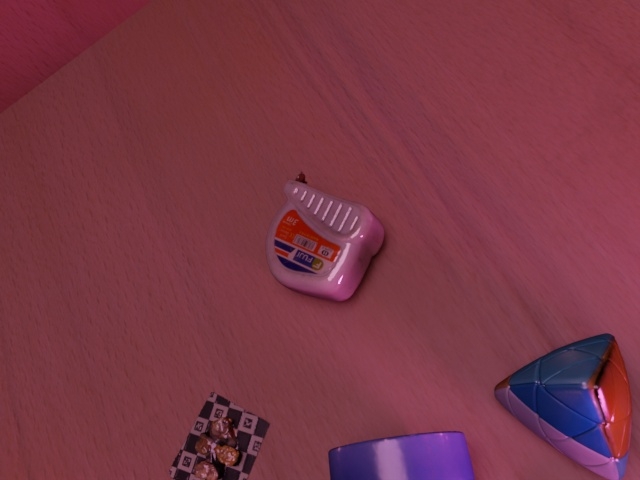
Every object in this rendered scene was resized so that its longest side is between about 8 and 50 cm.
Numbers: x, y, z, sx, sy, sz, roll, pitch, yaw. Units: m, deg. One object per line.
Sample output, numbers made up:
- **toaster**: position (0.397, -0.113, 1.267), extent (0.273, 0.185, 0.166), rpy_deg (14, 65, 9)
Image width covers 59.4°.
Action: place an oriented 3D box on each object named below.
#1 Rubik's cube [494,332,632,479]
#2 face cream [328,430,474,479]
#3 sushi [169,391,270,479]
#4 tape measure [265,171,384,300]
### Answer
- **Rubik's cube**: position (0.433, 0.248, 1.002), extent (0.255, 0.254, 0.254), rpy_deg (-9, 64, 19)
- **face cream**: position (0.147, 0.458, 0.957), extent (0.249, 0.249, 0.225), rpy_deg (-16, 64, 15)
- **sushi**: position (-0.232, 0.461, 1.233), extent (0.193, 0.040, 0.210), rpy_deg (18, 75, 28)
- **tape measure**: position (0.000, 0.000, 1.299), extent (0.258, 0.130, 0.265), rpy_deg (23, 83, 32)
